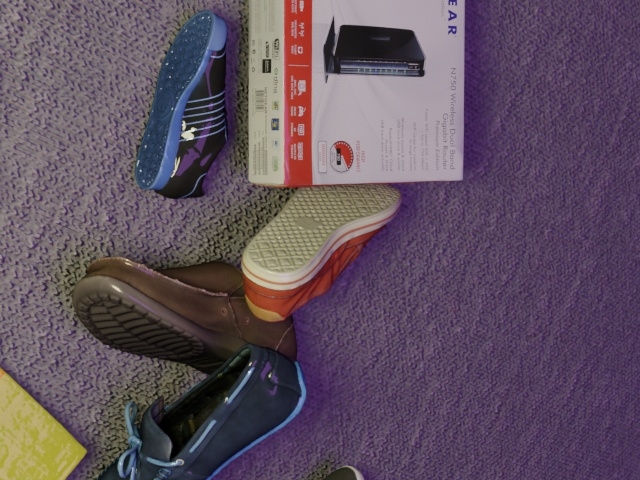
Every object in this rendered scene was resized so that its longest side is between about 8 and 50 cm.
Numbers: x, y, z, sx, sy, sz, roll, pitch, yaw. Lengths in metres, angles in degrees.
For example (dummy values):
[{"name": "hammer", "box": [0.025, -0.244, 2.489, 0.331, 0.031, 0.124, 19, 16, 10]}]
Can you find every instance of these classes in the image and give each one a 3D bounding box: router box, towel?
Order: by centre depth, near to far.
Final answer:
[{"name": "towel", "box": [-0.385, 0.211, 1.602, 0.237, 0.021, 0.102, 49, 68, -25]}, {"name": "router box", "box": [0.051, -0.241, 1.770, 0.301, 0.082, 0.336, -4, 96, -37]}]

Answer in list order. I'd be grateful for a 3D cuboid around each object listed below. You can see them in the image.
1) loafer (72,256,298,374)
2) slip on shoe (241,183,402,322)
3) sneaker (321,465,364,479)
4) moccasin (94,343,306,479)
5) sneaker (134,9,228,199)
[{"name": "loafer", "box": [-0.164, 0.085, 1.720, 0.366, 0.133, 0.130, 30, 57, -48]}, {"name": "slip on shoe", "box": [0.000, 0.000, 1.779, 0.331, 0.123, 0.101, -42, 151, -49]}, {"name": "sneaker", "box": [-0.060, 0.411, 1.887, 0.296, 0.104, 0.147, -49, 132, -11]}, {"name": "moccasin", "box": [-0.179, 0.233, 1.692, 0.342, 0.138, 0.117, -41, 129, 8]}, {"name": "sneaker", "box": [-0.151, -0.162, 1.675, 0.090, 0.081, 0.232, 13, 101, -42]}]
